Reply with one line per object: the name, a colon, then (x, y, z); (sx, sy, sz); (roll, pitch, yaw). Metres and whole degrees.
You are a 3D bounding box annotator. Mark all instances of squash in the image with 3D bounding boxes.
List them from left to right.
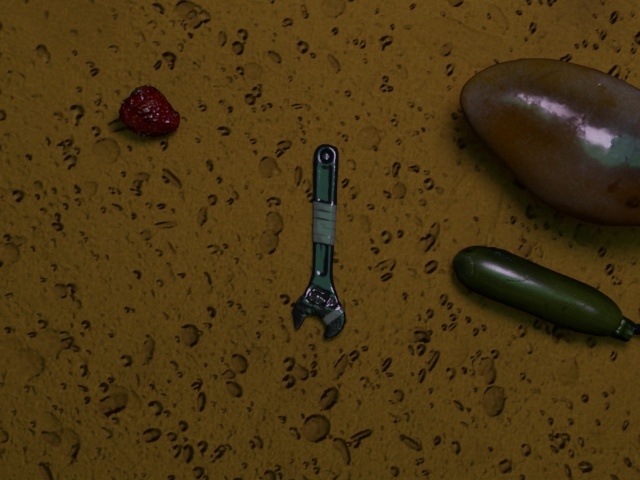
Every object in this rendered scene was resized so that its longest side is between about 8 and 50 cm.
squash: (0.365, 0.089, 1.364); (0.331, 0.087, 0.087); (22, 88, 0)

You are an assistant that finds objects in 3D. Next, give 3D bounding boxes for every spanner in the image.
spanner: (0.000, 0.000, 1.403); (0.087, 0.024, 0.316); (1, 88, 6)

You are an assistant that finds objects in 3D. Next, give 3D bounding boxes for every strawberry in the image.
strawberry: (-0.273, -0.205, 1.389); (0.096, 0.083, 0.083); (18, 88, -5)

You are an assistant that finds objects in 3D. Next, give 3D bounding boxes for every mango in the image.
mango: (0.390, -0.153, 1.315); (0.384, 0.199, 0.221); (23, 87, 3)
